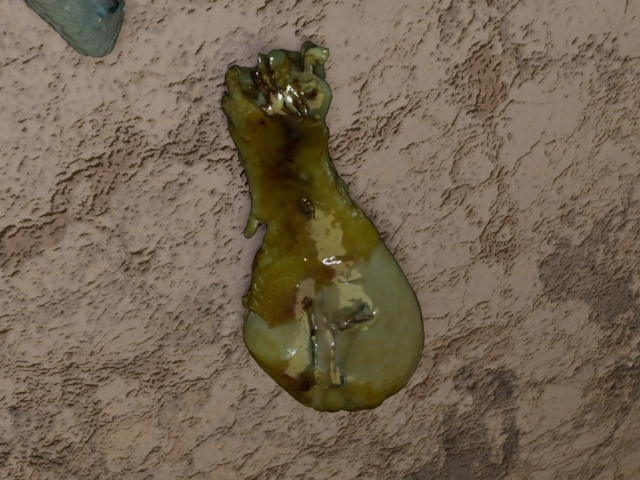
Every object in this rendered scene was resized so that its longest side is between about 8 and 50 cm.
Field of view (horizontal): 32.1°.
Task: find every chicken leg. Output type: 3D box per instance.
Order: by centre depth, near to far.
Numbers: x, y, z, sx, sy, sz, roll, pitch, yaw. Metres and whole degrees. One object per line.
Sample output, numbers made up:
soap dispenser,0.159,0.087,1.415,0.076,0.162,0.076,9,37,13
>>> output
chicken leg,0.000,0.000,1.021,0.201,0.153,0.429,-31,129,-20

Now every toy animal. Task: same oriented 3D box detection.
toy animal,-0.198,-0.240,0.756,0.079,0.070,0.253,-47,133,-39
